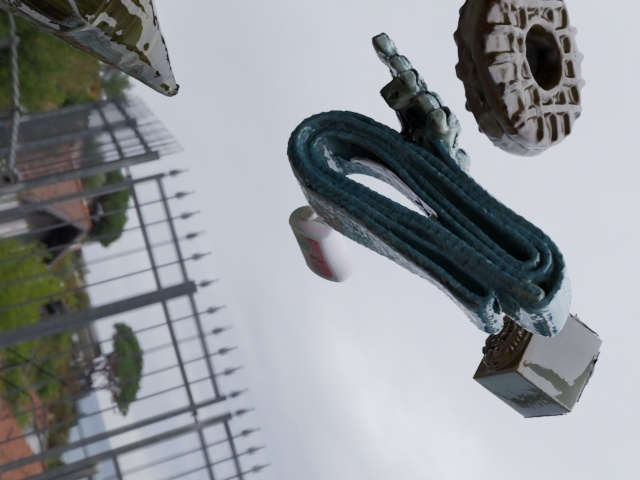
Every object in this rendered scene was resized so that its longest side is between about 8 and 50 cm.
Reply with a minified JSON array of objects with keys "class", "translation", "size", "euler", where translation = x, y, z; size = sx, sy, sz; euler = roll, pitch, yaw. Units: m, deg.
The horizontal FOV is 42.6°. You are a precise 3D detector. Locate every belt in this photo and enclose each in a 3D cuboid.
[{"class":"belt","translation":[0.065,-0.024,0.432],"size":[0.179,0.100,0.065],"euler":[41,-8,32]}]

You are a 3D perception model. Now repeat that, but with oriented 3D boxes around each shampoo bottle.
[{"class":"shampoo bottle","translation":[0.000,0.000,0.987],"size":[0.072,0.043,0.099],"euler":[27,-28,39]}]

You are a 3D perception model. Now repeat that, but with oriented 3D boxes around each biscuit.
[{"class":"biscuit","translation":[0.357,-0.309,1.446],"size":[0.103,0.332,0.332],"euler":[-5,-79,44]}]

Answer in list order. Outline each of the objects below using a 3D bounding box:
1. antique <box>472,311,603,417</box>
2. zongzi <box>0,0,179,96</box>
[{"class":"antique","translation":[0.358,0.195,1.378],"size":[0.148,0.152,0.147],"euler":[35,-24,-7]},{"class":"zongzi","translation":[-0.107,-0.217,0.383],"size":[0.111,0.241,0.247],"euler":[37,-80,39]}]
